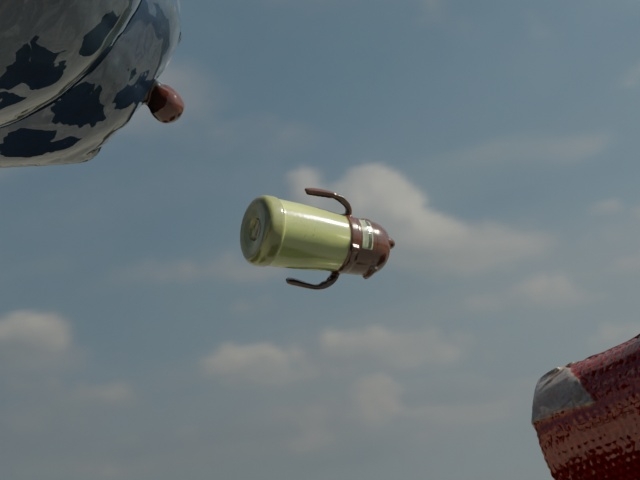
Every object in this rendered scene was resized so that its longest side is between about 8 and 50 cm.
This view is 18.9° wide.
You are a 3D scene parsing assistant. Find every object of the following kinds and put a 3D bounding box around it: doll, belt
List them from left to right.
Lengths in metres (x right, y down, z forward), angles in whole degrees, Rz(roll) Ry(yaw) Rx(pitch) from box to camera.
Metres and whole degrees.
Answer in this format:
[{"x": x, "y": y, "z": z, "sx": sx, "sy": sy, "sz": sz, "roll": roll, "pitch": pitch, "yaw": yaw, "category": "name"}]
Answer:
[{"x": -0.147, "y": -0.114, "z": 0.841, "sx": 0.154, "sy": 0.228, "sz": 0.258, "roll": 33, "pitch": -5, "yaw": 16, "category": "doll"}, {"x": 0.231, "y": 0.158, "z": 1.320, "sx": 0.124, "sy": 0.201, "sz": 0.128, "roll": -27, "pitch": 19, "yaw": 32, "category": "belt"}]

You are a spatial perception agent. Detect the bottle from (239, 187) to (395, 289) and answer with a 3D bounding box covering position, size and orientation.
[{"x": -0.001, "y": 0.001, "z": 1.264, "sx": 0.101, "sy": 0.047, "sz": 0.063, "roll": 9, "pitch": -56, "yaw": -27, "category": "bottle"}]
